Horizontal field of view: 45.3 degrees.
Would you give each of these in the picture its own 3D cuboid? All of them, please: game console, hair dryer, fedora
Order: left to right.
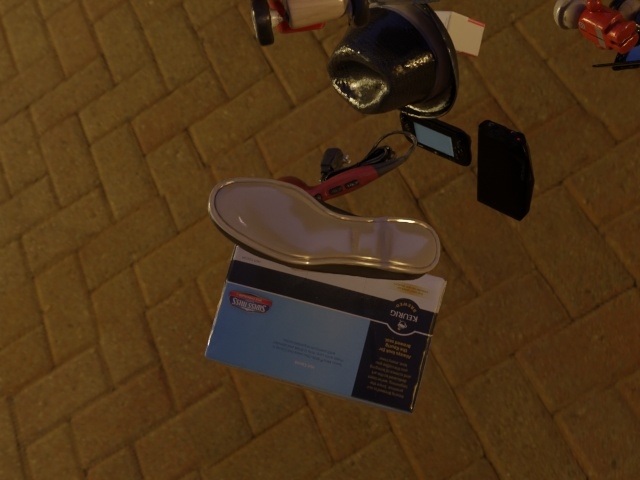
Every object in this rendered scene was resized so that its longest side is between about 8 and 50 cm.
[{"bbox_3d":[0.002,-0.090,1.228,0.223,0.080,0.293,-10,33,52],"label":"hair dryer"},{"bbox_3d":[0.115,-0.348,1.512,0.152,0.334,0.334,-33,55,-20],"label":"fedora"},{"bbox_3d":[0.325,-0.195,1.740,0.044,0.213,0.361,-38,49,-26],"label":"game console"},{"bbox_3d":[0.583,-0.351,1.411,0.122,0.071,0.107,10,72,53],"label":"game console"}]

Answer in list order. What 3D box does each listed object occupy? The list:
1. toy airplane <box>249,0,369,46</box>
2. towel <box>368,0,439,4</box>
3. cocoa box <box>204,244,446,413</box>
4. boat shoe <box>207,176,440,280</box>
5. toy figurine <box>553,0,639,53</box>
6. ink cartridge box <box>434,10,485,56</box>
[{"bbox_3d":[-0.044,-0.443,0.845,0.384,0.386,0.272,-41,48,31],"label":"toy airplane"},{"bbox_3d":[0.164,-0.453,1.255,0.285,0.209,0.034,7,80,33],"label":"towel"},{"bbox_3d":[0.008,0.145,1.313,0.347,0.231,0.228,15,79,3],"label":"cocoa box"},{"bbox_3d":[0.000,0.000,1.045,0.335,0.095,0.112,12,68,-20],"label":"boat shoe"},{"bbox_3d":[0.480,-0.395,1.158,0.213,0.210,0.148,-10,39,-30],"label":"toy figurine"},{"bbox_3d":[0.288,-0.540,1.994,0.218,0.158,0.092,20,104,42],"label":"ink cartridge box"}]
